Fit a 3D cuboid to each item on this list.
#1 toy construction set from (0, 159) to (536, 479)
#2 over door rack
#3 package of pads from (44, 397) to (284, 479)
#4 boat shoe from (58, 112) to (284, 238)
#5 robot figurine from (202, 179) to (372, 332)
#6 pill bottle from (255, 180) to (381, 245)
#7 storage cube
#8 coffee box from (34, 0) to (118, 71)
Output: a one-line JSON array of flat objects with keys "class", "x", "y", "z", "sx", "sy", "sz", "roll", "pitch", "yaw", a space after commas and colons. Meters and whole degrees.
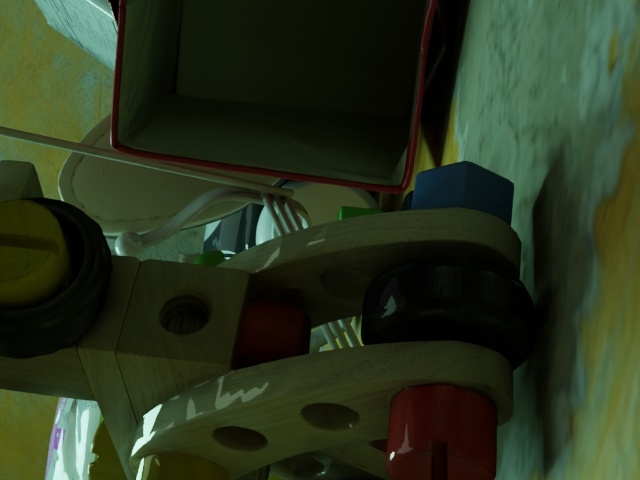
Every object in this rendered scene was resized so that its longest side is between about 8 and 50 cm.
[{"class": "toy construction set", "x": -0.059, "y": 0.106, "z": 0.454, "sx": 0.257, "sy": 0.237, "sz": 0.309, "roll": 107, "pitch": 169, "yaw": -79}, {"class": "over door rack", "x": -0.122, "y": 0.015, "z": 0.700, "sx": 0.108, "sy": 0.324, "sz": 0.239, "roll": -55, "pitch": 32, "yaw": 19}, {"class": "package of pads", "x": -0.086, "y": 0.234, "z": 0.785, "sx": 0.101, "sy": 0.229, "sz": 0.297, "roll": -7, "pitch": 74, "yaw": 57}, {"class": "boat shoe", "x": -0.072, "y": -0.084, "z": 0.931, "sx": 0.117, "sy": 0.324, "sz": 0.097, "roll": 56, "pitch": 153, "yaw": 3}, {"class": "robot figurine", "x": -0.036, "y": -0.031, "z": 1.189, "sx": 0.173, "sy": 0.209, "sz": 0.278, "roll": 1, "pitch": 82, "yaw": 48}, {"class": "pill bottle", "x": 0.000, "y": 0.000, "z": 0.971, "sx": 0.187, "sy": 0.112, "sz": 0.112, "roll": 128, "pitch": 149, "yaw": -85}, {"class": "storage cube", "x": -0.019, "y": -0.158, "z": 0.744, "sx": 0.193, "sy": 0.215, "sz": 0.184, "roll": -71, "pitch": -10, "yaw": -68}, {"class": "coffee box", "x": -0.135, "y": -0.351, "z": 1.358, "sx": 0.338, "sy": 0.334, "sz": 0.338, "roll": -55, "pitch": -2, "yaw": -7}]
